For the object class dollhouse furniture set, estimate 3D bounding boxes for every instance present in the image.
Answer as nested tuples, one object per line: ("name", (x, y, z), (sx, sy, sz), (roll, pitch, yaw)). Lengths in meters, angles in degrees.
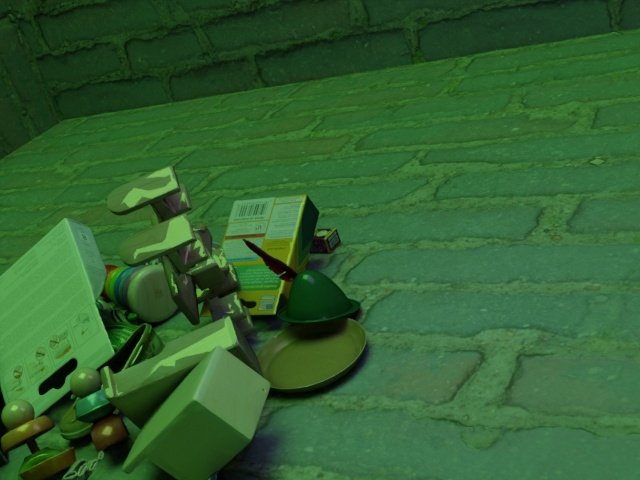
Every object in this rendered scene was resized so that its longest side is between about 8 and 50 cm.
("dollhouse furniture set", (-0.302, 0.136, 1.692), (0.257, 0.362, 0.394), (-24, 53, 0))

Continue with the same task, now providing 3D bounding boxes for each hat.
("hat", (-0.021, 0.066, 1.791), (0.173, 0.183, 0.208), (1, 13, 37))

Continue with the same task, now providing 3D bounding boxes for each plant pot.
("plant pot", (-0.018, 0.230, 1.699), (0.236, 0.032, 0.236), (-16, 25, 8))

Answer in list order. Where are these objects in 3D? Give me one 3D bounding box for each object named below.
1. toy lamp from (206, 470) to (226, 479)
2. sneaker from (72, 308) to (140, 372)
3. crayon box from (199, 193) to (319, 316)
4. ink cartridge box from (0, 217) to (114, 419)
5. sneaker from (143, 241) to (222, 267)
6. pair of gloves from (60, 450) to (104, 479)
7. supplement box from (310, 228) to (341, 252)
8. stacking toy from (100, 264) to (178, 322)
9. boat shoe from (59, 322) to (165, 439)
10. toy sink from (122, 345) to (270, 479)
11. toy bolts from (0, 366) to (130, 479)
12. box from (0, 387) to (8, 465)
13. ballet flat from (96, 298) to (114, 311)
("toy lamp", (-0.288, 0.444, 1.398), (0.275, 0.080, 0.080), (-18, 25, 5))
("sneaker", (-0.505, 0.217, 1.984), (0.146, 0.134, 0.344), (-28, 34, -35))
("crayon box", (-0.138, 0.052, 1.982), (0.203, 0.083, 0.322), (-4, 55, 27))
("ink cartridge box", (-0.590, 0.188, 1.895), (0.308, 0.091, 0.385), (-38, 58, 14))
("sneaker", (-0.379, 0.042, 2.154), (0.282, 0.102, 0.161), (-1, 9, 11))
("pair of gloves", (-0.455, 0.466, 1.405), (0.204, 0.042, 0.240), (-51, 4, 29))
("supplement box", (0.000, 0.000, 2.139), (0.083, 0.043, 0.055), (0, 31, 36))
("stacking toy", (-0.485, 0.112, 2.158), (0.141, 0.141, 0.330), (-35, 25, -30))
("boat shoe", (-0.436, 0.289, 1.763), (0.105, 0.089, 0.285), (0, 36, 41))
("toy sink", (-0.211, 0.326, 1.480), (0.234, 0.131, 0.152), (-46, 12, 27))
("toy bolts", (-0.481, 0.336, 1.583), (0.229, 0.158, 0.218), (-25, -6, -20))
("box", (-0.875, 0.371, 1.747), (0.396, 0.212, 0.293), (-24, 37, -8))
("ballet flat", (-0.629, 0.197, 2.156), (0.249, 0.086, 0.086), (-8, 27, 19))
